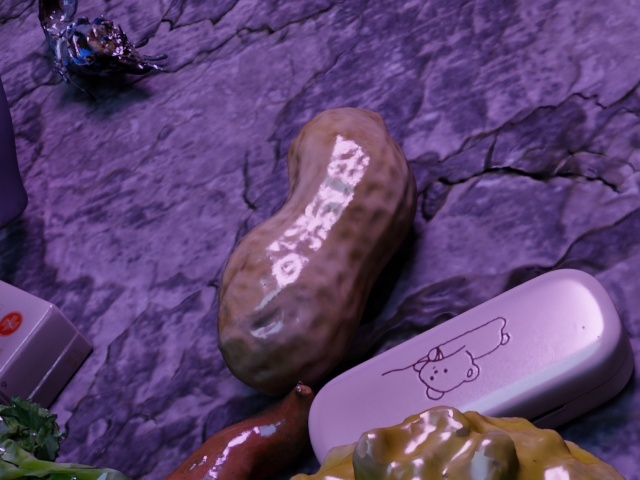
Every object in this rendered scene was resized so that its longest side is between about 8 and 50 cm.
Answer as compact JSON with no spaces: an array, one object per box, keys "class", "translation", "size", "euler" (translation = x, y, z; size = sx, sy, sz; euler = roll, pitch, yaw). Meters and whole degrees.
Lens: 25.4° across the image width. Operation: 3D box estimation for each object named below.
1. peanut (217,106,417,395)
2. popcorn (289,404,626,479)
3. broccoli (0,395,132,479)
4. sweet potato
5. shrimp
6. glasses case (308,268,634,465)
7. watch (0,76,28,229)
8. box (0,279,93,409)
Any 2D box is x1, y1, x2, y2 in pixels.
[{"class":"peanut","translation":[0.000,0.000,0.932],"size":[0.103,0.098,0.229],"euler":[19,59,17]},{"class":"popcorn","translation":[0.055,0.191,0.655],"size":[0.249,0.249,0.225],"euler":[-44,14,-11]},{"class":"broccoli","translation":[-0.228,0.186,0.774],"size":[0.275,0.308,0.308],"euler":[-10,49,17]},{"class":"sweet potato","translation":[-0.077,0.163,0.865],"size":[0.202,0.055,0.058],"euler":[-40,55,-6]},{"class":"shrimp","translation":[-0.195,-0.168,1.228],"size":[0.082,0.076,0.174],"euler":[-6,28,-31]},{"class":"glasses case","translation":[0.087,0.088,0.837],"size":[0.196,0.050,0.083],"euler":[-28,42,6]},{"class":"watch","translation":[-0.396,-0.058,1.058],"size":[0.327,0.314,0.335],"euler":[-8,15,5]},{"class":"box","translation":[-0.277,0.119,1.017],"size":[0.141,0.058,0.201],"euler":[17,64,39]}]
